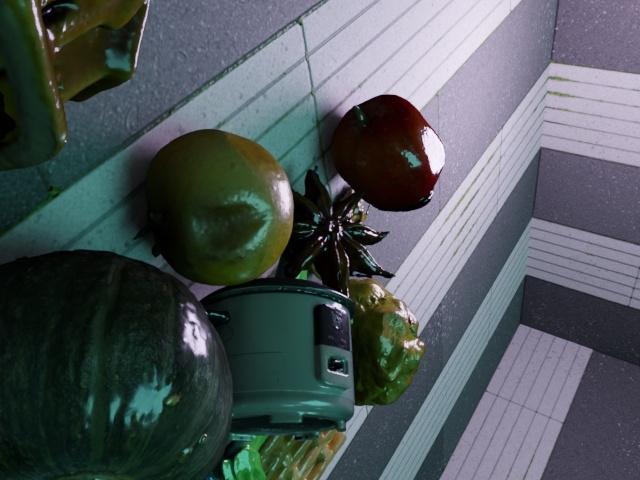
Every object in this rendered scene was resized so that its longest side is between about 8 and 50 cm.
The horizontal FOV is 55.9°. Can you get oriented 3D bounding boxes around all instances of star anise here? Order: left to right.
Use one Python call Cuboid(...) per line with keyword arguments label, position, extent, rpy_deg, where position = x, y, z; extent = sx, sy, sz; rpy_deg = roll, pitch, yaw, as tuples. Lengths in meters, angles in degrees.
Cuboid(label="star anise", position=(0.000, 0.000, 1.021), extent=(0.272, 0.272, 0.102), rpy_deg=(-40, 177, -42))

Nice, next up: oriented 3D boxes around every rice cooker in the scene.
Cuboid(label="rice cooker", position=(-0.064, 0.165, 0.878), extent=(0.281, 0.241, 0.226), rpy_deg=(21, 56, -39))

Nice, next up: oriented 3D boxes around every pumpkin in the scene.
Cuboid(label="pumpkin", position=(-0.241, 0.162, 0.647), extent=(0.327, 0.292, 0.257), rpy_deg=(97, -8, -46))

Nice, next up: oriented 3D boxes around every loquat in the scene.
Cuboid(label="loquat", position=(-0.136, -0.041, 0.795), extent=(0.213, 0.213, 0.212), rpy_deg=(-36, 136, -46))

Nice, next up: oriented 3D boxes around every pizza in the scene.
Cuboid(label="pizza", position=(0.042, -0.013, 1.241), extent=(0.226, 0.069, 0.147), rpy_deg=(-44, 139, -39))

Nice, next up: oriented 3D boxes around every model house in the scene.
Cuboid(label="model house", position=(-0.223, -0.200, 0.545), extent=(0.239, 0.268, 0.173), rpy_deg=(-51, 125, -34))

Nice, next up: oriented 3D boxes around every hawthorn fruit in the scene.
Cuboid(label="hawthorn fruit", position=(0.115, -0.173, 1.140), extent=(0.250, 0.215, 0.215), rpy_deg=(35, 75, -46))

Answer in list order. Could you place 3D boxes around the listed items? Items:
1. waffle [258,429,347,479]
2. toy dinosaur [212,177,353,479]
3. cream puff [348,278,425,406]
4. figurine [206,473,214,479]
Cuboid(label="waffle", position=(-0.069, 0.465, 1.322), extent=(0.304, 0.078, 0.348), rpy_deg=(-50, 144, -31))
Cuboid(label="toy dinosaur", position=(-0.121, 0.161, 1.055), extent=(0.374, 0.144, 0.499), rpy_deg=(-44, 126, -36))
Cuboid(label="cream puff", position=(0.082, 0.224, 1.279), extent=(0.185, 0.282, 0.281), rpy_deg=(-16, 121, -35))
Cuboid(label="figurine", position=(-0.240, 0.414, 0.973), extent=(0.178, 0.115, 0.144), rpy_deg=(18, 81, -69))
